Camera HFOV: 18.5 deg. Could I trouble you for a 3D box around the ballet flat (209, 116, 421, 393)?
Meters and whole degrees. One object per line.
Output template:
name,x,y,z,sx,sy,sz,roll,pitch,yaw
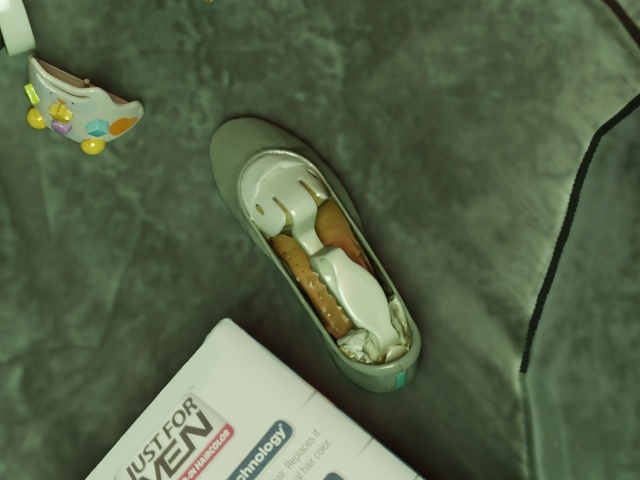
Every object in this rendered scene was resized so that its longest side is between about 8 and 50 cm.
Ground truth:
ballet flat,0.000,0.000,1.257,0.072,0.068,0.213,-31,78,-9

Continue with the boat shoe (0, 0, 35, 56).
boat shoe,-0.288,-0.244,1.292,0.091,0.109,0.305,-25,78,-8

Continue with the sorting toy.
sorting toy,-0.163,-0.095,1.274,0.083,0.075,0.045,25,76,5

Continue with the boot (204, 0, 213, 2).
boot,-0.020,-0.249,1.315,0.295,0.104,0.211,24,81,10

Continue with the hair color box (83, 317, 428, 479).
hair color box,0.020,0.226,1.179,0.347,0.105,0.174,39,77,8
